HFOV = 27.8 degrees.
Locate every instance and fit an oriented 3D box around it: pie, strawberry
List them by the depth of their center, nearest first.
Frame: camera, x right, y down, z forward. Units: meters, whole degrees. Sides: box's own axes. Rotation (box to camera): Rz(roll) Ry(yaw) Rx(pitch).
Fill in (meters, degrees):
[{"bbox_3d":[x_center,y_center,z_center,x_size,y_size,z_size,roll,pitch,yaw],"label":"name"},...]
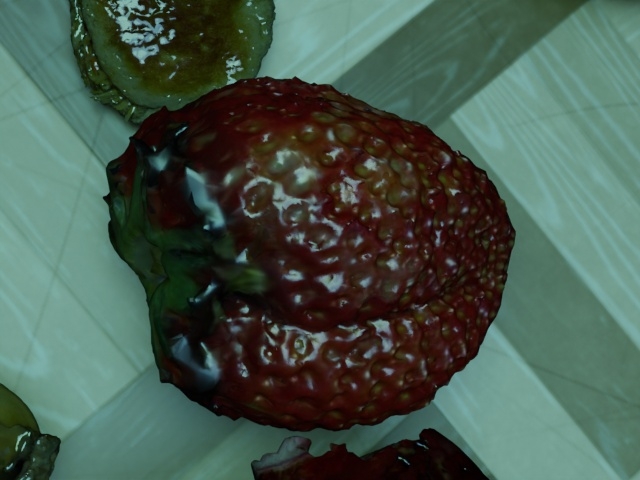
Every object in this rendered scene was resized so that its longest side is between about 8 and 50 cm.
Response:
[{"bbox_3d":[0.000,0.000,0.951,0.288,0.238,0.250,-13,118,-18],"label":"strawberry"},{"bbox_3d":[-0.118,-0.186,1.017,0.163,0.079,0.193,-14,89,-14],"label":"pie"}]

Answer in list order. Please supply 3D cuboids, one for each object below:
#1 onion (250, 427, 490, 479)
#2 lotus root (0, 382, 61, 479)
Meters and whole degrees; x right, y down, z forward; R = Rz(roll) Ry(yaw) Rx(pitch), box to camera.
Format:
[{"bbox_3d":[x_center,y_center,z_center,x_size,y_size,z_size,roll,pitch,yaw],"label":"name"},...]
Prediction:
[{"bbox_3d":[-0.005,0.286,0.877,0.341,0.341,0.341,1,86,-10],"label":"onion"},{"bbox_3d":[-0.340,0.144,0.924,0.303,0.131,0.146,7,70,-9],"label":"lotus root"}]
